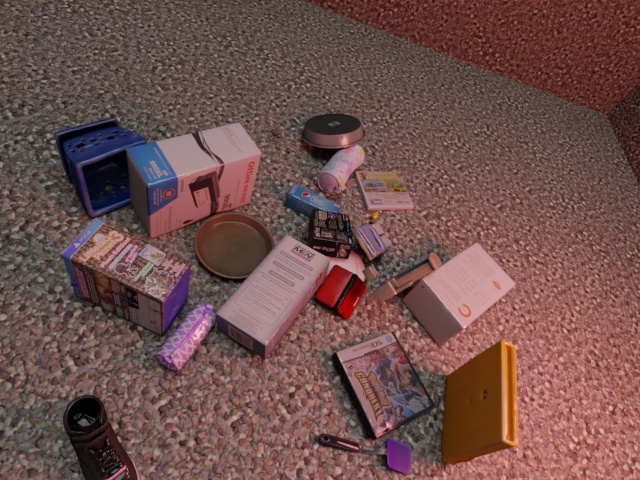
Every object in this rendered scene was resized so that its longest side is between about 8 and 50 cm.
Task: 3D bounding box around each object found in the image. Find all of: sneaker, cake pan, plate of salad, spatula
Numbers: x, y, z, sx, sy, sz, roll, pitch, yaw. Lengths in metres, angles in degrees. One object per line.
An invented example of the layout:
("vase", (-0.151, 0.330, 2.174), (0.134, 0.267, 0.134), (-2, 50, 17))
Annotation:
("sneaker", (-0.518, 0.493, 0.983), (0.104, 0.147, 0.296), (-28, 70, -35))
("cake pan", (0.058, -0.499, 1.885), (0.292, 0.054, 0.293), (-1, 37, 1))
("plate of salad", (0.066, 0.106, 1.532), (0.199, 0.048, 0.200), (9, 54, -12))
("spatula", (0.134, 0.602, 1.212), (0.296, 0.030, 0.084), (16, 46, -8))

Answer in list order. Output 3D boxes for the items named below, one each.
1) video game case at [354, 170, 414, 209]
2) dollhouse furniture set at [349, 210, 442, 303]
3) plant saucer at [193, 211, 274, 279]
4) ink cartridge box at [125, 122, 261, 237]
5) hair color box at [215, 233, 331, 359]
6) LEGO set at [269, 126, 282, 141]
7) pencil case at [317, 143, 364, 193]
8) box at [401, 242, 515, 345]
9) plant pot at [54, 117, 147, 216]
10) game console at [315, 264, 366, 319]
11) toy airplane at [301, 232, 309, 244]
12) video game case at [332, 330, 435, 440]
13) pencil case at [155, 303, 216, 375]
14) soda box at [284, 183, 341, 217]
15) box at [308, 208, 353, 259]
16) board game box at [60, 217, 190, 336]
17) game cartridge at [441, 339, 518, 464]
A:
("video game case", (0.281, -0.222, 1.860), (0.226, 0.026, 0.207), (-2, 57, -20))
("dollhouse furniture set", (0.243, 0.015, 1.467), (0.304, 0.198, 0.286), (59, 22, 8))
("plant saucer", (-0.299, 0.019, 1.469), (0.277, 0.041, 0.278), (10, 54, -13))
("ink cartridge box", (-0.423, -0.208, 1.428), (0.394, 0.286, 0.166), (-25, 69, -32))
("hair color box", (-0.141, 0.168, 1.348), (0.185, 0.114, 0.374), (29, 53, 14))
("LEGO set", (-0.201, -0.469, 1.869), (0.054, 0.023, 0.083), (34, 65, 9))
("pencil case", (0.091, -0.312, 1.798), (0.124, 0.114, 0.273), (22, 49, 14))
("box", (0.512, 0.192, 1.556), (0.345, 0.168, 0.215), (-26, 68, -33))
("plant pot", (-0.725, -0.259, 1.399), (0.212, 0.236, 0.235), (42, 52, 21))
("game console", (0.073, 0.179, 1.461), (0.124, 0.085, 0.144), (48, 67, -38))
("toy airplane", (0.000, 0.000, 1.597), (0.151, 0.028, 0.151), (10, 52, -13))
("video game case", (0.200, 0.445, 1.330), (0.248, 0.035, 0.275), (-10, 58, -32))
("pencil case", (-0.387, 0.280, 1.220), (0.086, 0.088, 0.206), (28, 50, 3))
("soda box", (-0.032, -0.138, 1.656), (0.209, 0.071, 0.067), (26, 49, -1))
("box", (0.035, -0.025, 1.548), (0.147, 0.078, 0.180), (9, 38, -10))
("board game box", (-0.538, 0.111, 1.194), (0.290, 0.232, 0.141), (26, 50, -1))
("game cartridge", (0.457, 0.481, 1.230), (0.052, 0.324, 0.286), (21, 52, -1))
